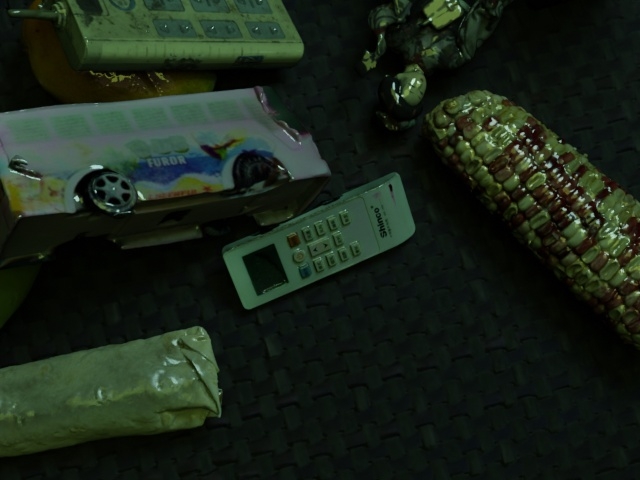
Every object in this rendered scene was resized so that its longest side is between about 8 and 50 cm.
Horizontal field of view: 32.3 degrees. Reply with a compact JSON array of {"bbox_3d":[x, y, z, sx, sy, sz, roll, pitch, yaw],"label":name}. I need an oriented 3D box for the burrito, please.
[{"bbox_3d":[-0.218,0.134,0.894,0.275,0.059,0.082,-11,73,-7],"label":"burrito"}]

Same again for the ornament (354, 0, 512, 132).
[{"bbox_3d":[0.086,-0.190,0.951,0.166,0.153,0.196,16,87,-1],"label":"ornament"}]

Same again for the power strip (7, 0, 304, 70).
[{"bbox_3d":[-0.131,-0.181,0.903,0.268,0.034,0.092,-8,65,-41],"label":"power strip"}]

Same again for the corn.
[{"bbox_3d":[0.208,-0.023,0.947,0.290,0.098,0.098,43,78,8],"label":"corn"}]

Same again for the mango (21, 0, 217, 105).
[{"bbox_3d":[-0.177,-0.152,0.941,0.165,0.089,0.115,40,69,0],"label":"mango"}]

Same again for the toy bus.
[{"bbox_3d":[-0.131,-0.054,0.873,0.274,0.090,0.112,-10,66,-34],"label":"toy bus"}]

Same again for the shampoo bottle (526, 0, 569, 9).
[{"bbox_3d":[0.241,-0.283,0.889,0.098,0.309,0.071,-15,80,-7],"label":"shampoo bottle"}]

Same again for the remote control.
[{"bbox_3d":[0.000,0.000,0.947,0.166,0.029,0.065,-24,119,-7],"label":"remote control"}]

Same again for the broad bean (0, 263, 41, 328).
[{"bbox_3d":[-0.355,0.004,0.875,0.291,0.119,0.238,-43,85,-12],"label":"broad bean"}]
